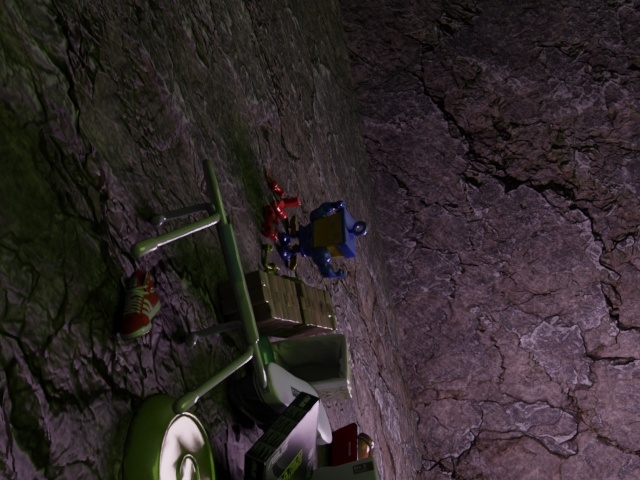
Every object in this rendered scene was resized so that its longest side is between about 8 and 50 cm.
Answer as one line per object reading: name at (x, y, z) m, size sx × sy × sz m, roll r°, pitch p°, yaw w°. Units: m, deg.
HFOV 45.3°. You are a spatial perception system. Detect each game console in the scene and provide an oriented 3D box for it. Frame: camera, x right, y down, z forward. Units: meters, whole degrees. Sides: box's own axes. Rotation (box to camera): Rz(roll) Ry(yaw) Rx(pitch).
game console at (0.067, 0.546, 1.902) m, size 0.085 × 0.124 × 0.144 m, roll 37°, pitch 36°, yaw -31°

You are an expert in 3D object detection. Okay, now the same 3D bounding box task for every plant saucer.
plant saucer at (-0.195, 0.329, 1.055) m, size 0.241 × 0.037 × 0.241 m, roll -11°, pitch 90°, yaw -77°
plant saucer at (-0.117, 0.235, 1.493) m, size 0.119 × 0.021 × 0.119 m, roll -13°, pitch 90°, yaw -76°

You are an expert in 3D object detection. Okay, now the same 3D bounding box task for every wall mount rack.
wall mount rack at (-0.165, 0.073, 1.065) m, size 0.304 × 0.130 × 0.350 m, roll -139°, pitch -145°, yaw -77°

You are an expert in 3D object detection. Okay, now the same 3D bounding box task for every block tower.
block tower at (-0.075, 0.134, 1.507) m, size 0.335 × 0.097 × 0.091 m, roll 23°, pitch 51°, yaw -64°

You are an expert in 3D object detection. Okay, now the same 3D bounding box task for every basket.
basket at (-0.018, 0.271, 1.581) m, size 0.103 × 0.167 × 0.113 m, roll 70°, pitch 15°, yaw -51°

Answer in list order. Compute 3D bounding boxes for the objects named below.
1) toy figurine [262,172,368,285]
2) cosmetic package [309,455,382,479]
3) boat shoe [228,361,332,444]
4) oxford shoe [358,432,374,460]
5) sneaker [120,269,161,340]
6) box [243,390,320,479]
toy figurine at (0.000, 0.000, 1.757) m, size 0.191 × 0.217 × 0.362 m, roll 64°, pitch 20°, yaw -49°
cosmetic package at (0.056, 0.609, 1.466) m, size 0.156 × 0.217 × 0.385 m, roll -100°, pitch 171°, yaw -55°
boat shoe at (-0.072, 0.321, 1.436) m, size 0.301 × 0.102 × 0.108 m, roll 48°, pitch 23°, yaw -54°
oxford shoe at (0.092, 0.603, 1.993) m, size 0.076 × 0.076 × 0.212 m, roll -28°, pitch 124°, yaw -45°
sneaker at (-0.247, 0.082, 1.023) m, size 0.118 × 0.042 × 0.067 m, roll -87°, pitch 167°, yaw -70°
box at (-0.066, 0.381, 1.299) m, size 0.191 × 0.045 × 0.184 m, roll -38°, pitch 142°, yaw -54°
